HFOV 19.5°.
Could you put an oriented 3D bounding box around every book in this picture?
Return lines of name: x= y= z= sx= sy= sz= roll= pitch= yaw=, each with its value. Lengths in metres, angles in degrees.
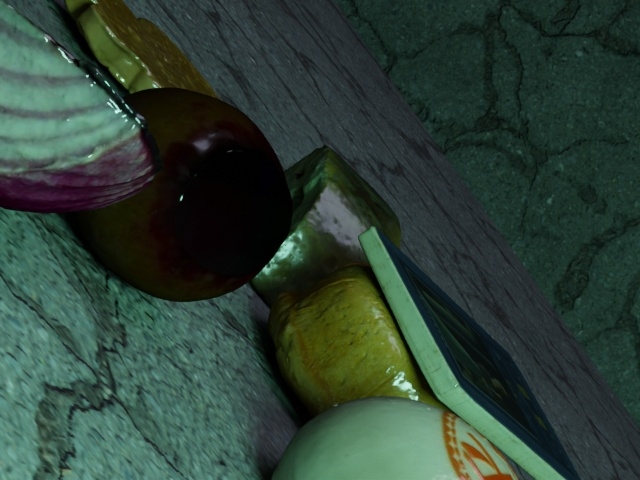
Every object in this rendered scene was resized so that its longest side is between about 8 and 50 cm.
book: x=0.136 y=0.115 z=1.622 sx=0.269 sy=0.025 sz=0.191 roll=42 pitch=17 yaw=-47

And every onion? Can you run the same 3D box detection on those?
onion: x=-0.224 y=-0.092 z=1.174 sx=0.250 sy=0.111 sz=0.247 roll=41 pitch=-12 yaw=-4

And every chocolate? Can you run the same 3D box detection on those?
chocolate: x=-0.112 y=-0.036 z=1.362 sx=0.177 sy=0.176 sz=0.177 roll=50 pitch=10 yaw=-13

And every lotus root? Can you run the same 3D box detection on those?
lotus root: x=0.000 y=0.000 z=1.801 sx=0.119 sy=0.138 sz=0.235 roll=39 pitch=19 yaw=-15

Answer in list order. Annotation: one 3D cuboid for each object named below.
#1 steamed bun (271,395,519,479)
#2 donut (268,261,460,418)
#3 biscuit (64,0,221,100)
steamed bun: x=0.079 y=0.208 z=1.345 sx=0.232 sy=0.145 sz=0.232 roll=50 pitch=10 yaw=-12
donut: x=0.051 y=0.124 z=1.609 sx=0.226 sy=0.114 sz=0.226 roll=51 pitch=11 yaw=-14
biscuit: x=-0.159 y=-0.157 z=1.830 sx=0.288 sy=0.044 sz=0.202 roll=35 pitch=19 yaw=-54
